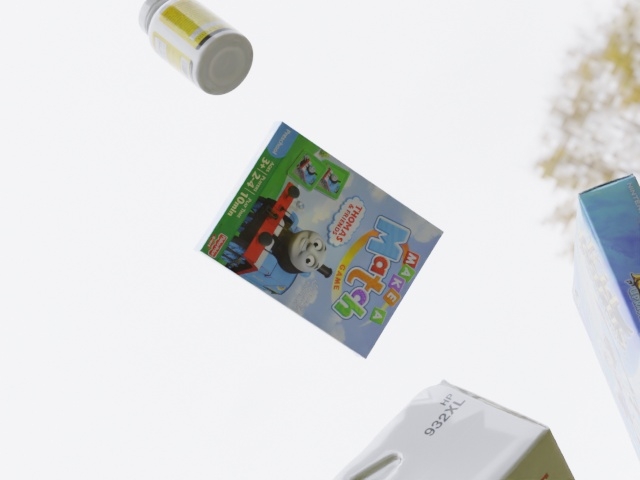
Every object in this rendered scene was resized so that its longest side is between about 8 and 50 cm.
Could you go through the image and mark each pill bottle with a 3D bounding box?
[{"bbox_3d":[-0.119,-0.187,1.615,0.065,0.116,0.065,-25,-44,-28],"label":"pill bottle"}]

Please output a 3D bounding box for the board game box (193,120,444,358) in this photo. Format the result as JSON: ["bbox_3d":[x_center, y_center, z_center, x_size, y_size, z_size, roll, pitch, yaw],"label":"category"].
[{"bbox_3d":[0.000,0.000,1.804,0.160,0.211,0.039,-58,15,-7],"label":"board game box"}]

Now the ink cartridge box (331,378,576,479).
[{"bbox_3d":[0.113,0.297,1.306,0.223,0.129,0.307,-43,-55,-22],"label":"ink cartridge box"}]

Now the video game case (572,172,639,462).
[{"bbox_3d":[0.306,0.110,1.613,0.061,0.269,0.244,-18,-24,-3],"label":"video game case"}]
